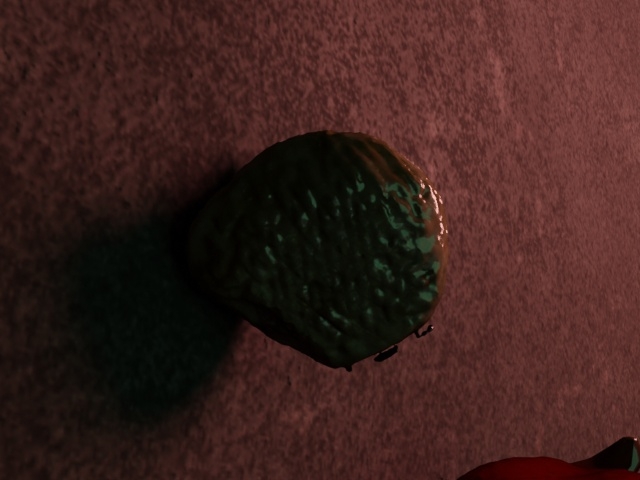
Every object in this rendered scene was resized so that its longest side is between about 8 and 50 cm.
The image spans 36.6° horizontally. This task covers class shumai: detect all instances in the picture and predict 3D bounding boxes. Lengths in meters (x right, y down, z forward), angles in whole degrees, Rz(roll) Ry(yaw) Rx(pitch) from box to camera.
[{"bbox_3d":[0.003,-0.003,0.567,0.116,0.145,0.146,-108,180,-77],"label":"shumai"}]

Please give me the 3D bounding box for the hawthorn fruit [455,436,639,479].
[{"bbox_3d":[0.146,0.277,0.562,0.295,0.295,0.311,40,18,-42],"label":"hawthorn fruit"}]
